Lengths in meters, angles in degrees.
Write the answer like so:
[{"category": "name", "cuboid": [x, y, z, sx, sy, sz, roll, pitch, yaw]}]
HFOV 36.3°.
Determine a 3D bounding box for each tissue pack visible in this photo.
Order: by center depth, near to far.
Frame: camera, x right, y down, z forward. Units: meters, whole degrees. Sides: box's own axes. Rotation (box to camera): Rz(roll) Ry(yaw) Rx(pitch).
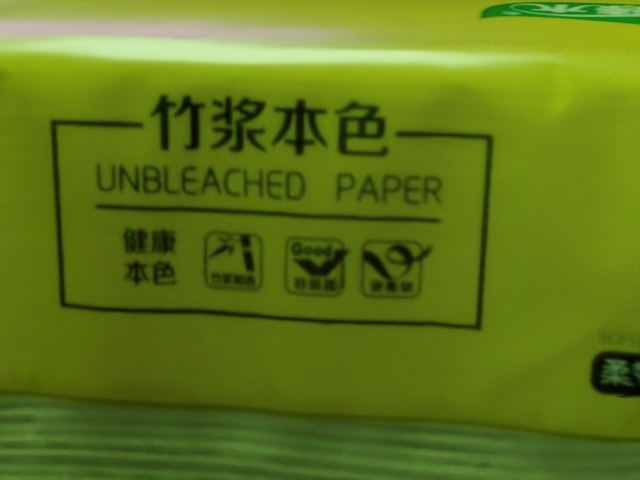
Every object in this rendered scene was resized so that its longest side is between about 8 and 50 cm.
[{"category": "tissue pack", "cuboid": [0.000, 0.000, 0.461, 0.381, 0.228, 0.293, 3, 11, 6]}]
